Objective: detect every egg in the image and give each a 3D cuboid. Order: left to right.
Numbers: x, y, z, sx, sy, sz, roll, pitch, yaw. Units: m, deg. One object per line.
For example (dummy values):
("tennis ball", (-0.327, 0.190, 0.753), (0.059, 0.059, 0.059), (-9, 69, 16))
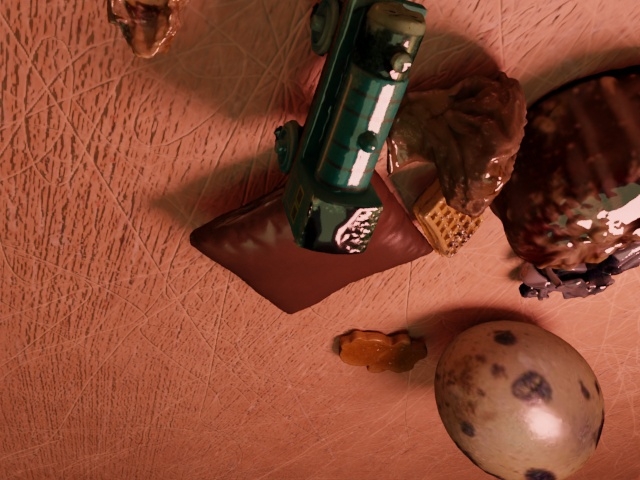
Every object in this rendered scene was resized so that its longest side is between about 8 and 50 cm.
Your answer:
("egg", (0.436, 0.353, 1.389), (0.345, 0.345, 0.428), (-27, 132, 24))

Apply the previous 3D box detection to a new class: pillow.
("pillow", (0.000, 0.000, 1.015), (0.308, 0.108, 0.305), (-26, 142, 17))

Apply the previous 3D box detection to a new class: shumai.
("shumai", (0.170, -0.136, 0.822), (0.176, 0.206, 0.166), (14, 138, 6))

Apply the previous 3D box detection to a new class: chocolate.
("chocolate", (0.398, -0.084, 0.899), (0.340, 0.210, 0.225), (-26, 138, 22))

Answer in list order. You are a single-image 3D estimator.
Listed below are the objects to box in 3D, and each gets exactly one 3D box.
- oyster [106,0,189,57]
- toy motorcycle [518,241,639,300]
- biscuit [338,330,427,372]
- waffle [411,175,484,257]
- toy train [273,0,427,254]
("oyster", (-0.162, -0.302, 0.602), (0.162, 0.107, 0.232), (6, 124, -10))
("toy motorcycle", (0.494, 0.045, 1.185), (0.270, 0.106, 0.159), (-27, 146, 30))
("biscuit", (0.138, 0.259, 1.464), (0.225, 0.036, 0.166), (12, 139, -21))
("waffle", (0.209, -0.043, 1.016), (0.102, 0.042, 0.148), (-49, 139, -8))
("toy train", (0.034, -0.144, 0.725), (0.120, 0.194, 0.298), (7, 125, -20))
